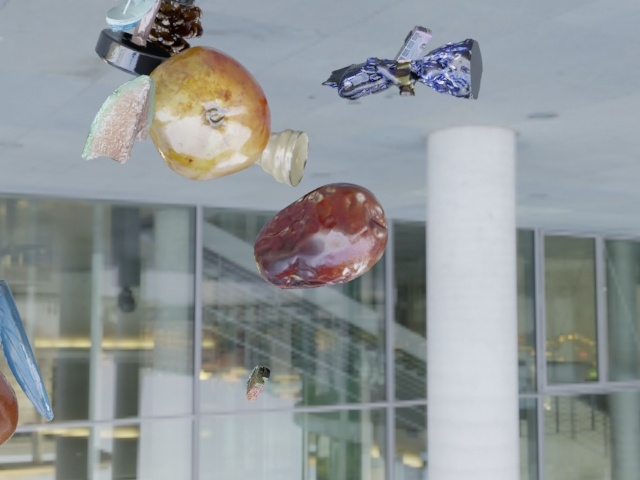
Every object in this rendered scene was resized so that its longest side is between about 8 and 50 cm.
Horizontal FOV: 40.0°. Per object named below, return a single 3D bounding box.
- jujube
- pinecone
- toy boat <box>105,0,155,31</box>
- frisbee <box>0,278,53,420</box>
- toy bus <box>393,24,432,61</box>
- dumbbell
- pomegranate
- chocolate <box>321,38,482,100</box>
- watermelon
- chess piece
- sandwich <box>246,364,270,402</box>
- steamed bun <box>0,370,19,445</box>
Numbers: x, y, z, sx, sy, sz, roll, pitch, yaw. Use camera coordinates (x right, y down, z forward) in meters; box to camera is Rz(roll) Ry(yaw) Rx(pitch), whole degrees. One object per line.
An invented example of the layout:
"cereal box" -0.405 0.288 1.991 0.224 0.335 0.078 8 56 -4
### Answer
"jujube" 0.000 0.000 1.973 0.318 0.223 0.223 -22 164 31
"pinecone" -0.342 -0.496 1.955 0.150 0.179 0.195 -26 -178 -8
"toy boat" -0.279 -0.386 1.361 0.034 0.149 0.105 41 -158 4
"frisbee" -0.583 0.215 1.691 0.049 0.289 0.289 -19 -178 -20
"toy bus" 0.213 -0.447 2.074 0.052 0.037 0.130 23 129 -14
"dumbbell" -0.342 -0.442 1.744 0.153 0.218 0.152 23 -163 -7
"pomegranate" -0.219 -0.238 1.683 0.229 0.252 0.270 -36 -170 -5
"chocolate" 0.166 -0.350 1.855 0.344 0.148 0.126 -1 136 13
"watermelon" -0.283 -0.183 1.325 0.080 0.155 0.101 32 -155 33
"chess piece" -0.190 -0.238 2.177 0.307 0.124 0.139 16 167 15
"sandwich" -0.118 0.262 1.624 0.026 0.069 0.101 29 180 -6
"steamed bun" -0.937 0.398 2.180 0.235 0.248 0.379 -5 131 18
